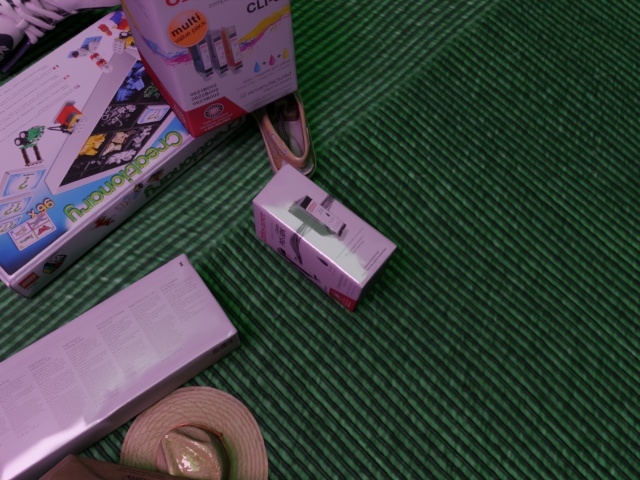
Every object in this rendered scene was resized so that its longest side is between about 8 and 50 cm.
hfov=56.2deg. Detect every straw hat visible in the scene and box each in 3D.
[{"bbox_3d":[-0.114,0.198,0.534,0.145,0.061,0.144,1,69,-4],"label":"straw hat"}]

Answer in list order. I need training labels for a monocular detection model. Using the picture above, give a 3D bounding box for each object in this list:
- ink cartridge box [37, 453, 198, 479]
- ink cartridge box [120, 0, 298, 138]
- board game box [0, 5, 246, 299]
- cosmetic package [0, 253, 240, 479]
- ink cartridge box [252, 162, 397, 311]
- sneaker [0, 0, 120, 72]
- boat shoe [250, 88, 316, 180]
[{"bbox_3d":[-0.114,0.290,0.455,0.235,0.088,0.193,11,88,-1],"label":"ink cartridge box"},{"bbox_3d":[-0.109,-0.218,0.565,0.128,0.176,0.127,-29,61,-14],"label":"ink cartridge box"},{"bbox_3d":[-0.257,-0.110,0.645,0.193,0.053,0.305,43,71,12],"label":"board game box"},{"bbox_3d":[-0.201,0.120,0.556,0.239,0.060,0.099,-32,73,-16],"label":"cosmetic package"},{"bbox_3d":[0.000,0.000,0.600,0.135,0.099,0.056,38,72,11],"label":"ink cartridge box"},{"bbox_3d":[-0.325,-0.245,0.660,0.235,0.094,0.153,12,76,13],"label":"sneaker"},{"bbox_3d":[-0.046,-0.156,0.671,0.068,0.072,0.190,-20,72,-12],"label":"boat shoe"}]
